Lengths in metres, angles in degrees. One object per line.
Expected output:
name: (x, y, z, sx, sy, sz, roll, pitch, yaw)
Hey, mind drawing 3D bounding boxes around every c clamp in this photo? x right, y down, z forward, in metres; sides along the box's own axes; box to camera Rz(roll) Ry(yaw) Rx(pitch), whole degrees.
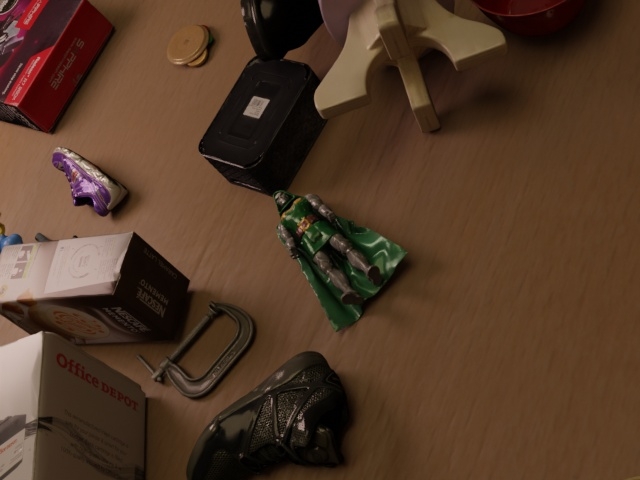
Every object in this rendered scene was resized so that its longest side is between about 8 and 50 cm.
c clamp: (-0.168, 0.142, 1.504, 0.161, 0.022, 0.137, -45, 50, 0)

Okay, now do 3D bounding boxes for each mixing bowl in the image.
mixing bowl: (0.288, -0.340, 1.476, 0.181, 0.098, 0.181, -12, 56, 18)

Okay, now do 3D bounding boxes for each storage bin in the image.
storage bin: (-0.077, -0.168, 1.598, 0.122, 0.084, 0.180, 19, 74, 37)

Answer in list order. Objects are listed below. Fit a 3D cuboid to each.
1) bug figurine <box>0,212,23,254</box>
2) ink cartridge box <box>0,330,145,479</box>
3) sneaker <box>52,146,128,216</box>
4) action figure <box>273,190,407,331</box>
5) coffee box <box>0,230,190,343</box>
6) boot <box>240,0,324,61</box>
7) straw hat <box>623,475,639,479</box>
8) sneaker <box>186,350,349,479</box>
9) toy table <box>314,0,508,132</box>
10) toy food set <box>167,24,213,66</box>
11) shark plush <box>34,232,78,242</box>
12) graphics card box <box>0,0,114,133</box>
bug figurine: (-0.566, 0.090, 1.733, 0.216, 0.072, 0.279, 8, 71, 40)
ink cartridge box: (-0.330, 0.302, 1.371, 0.129, 0.223, 0.307, -18, 55, 20)
sneaker: (-0.378, -0.092, 1.739, 0.170, 0.068, 0.071, 34, 88, 39)
action figure: (0.000, 0.000, 1.472, 0.137, 0.063, 0.232, -46, 47, 2)
coffee box: (-0.328, 0.072, 1.551, 0.246, 0.141, 0.098, -6, 57, 32)
boot: (0.047, -0.395, 1.580, 0.260, 0.131, 0.348, -7, 38, 27)
straw hat: (0.316, 0.295, 1.109, 0.144, 0.061, 0.144, -14, 57, 22)
sneaker: (-0.058, 0.247, 1.336, 0.227, 0.087, 0.130, -38, 44, -2)
toy table: (0.103, -0.265, 1.437, 0.252, 0.274, 0.161, -24, 60, 20)
toy food set: (-0.214, -0.320, 1.809, 0.083, 0.020, 0.082, 2, 63, 31)
shark plush: (-0.392, 0.019, 1.708, 0.067, 0.073, 0.161, -44, 26, -25)
graphics card box: (-0.569, -0.336, 1.977, 0.371, 0.094, 0.233, 16, 72, 37)
